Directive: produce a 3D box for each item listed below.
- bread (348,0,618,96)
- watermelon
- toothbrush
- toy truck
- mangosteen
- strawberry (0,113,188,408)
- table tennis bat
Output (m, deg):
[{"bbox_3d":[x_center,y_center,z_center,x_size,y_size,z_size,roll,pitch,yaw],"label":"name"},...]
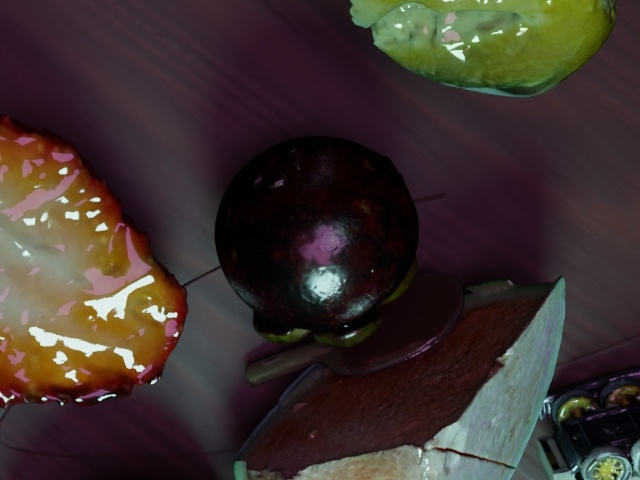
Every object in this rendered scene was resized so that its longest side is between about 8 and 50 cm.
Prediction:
[{"bbox_3d":[0.153,-0.302,1.469,0.239,0.395,0.264,3,122,11],"label":"bread"},{"bbox_3d":[0.064,0.183,1.574,0.222,0.292,0.319,25,135,20],"label":"watermelon"},{"bbox_3d":[0.376,0.132,1.680,0.321,0.023,0.031,-15,106,-4],"label":"toothbrush"},{"bbox_3d":[0.362,0.222,1.638,0.272,0.124,0.157,-13,121,-4],"label":"toy truck"},{"bbox_3d":[0.000,0.000,1.532,0.210,0.210,0.210,-1,98,-7],"label":"mangosteen"},{"bbox_3d":[-0.293,0.029,1.532,0.336,0.149,0.265,28,87,-20],"label":"strawberry"},{"bbox_3d":[0.033,0.095,1.589,0.234,0.131,0.022,-22,120,16],"label":"table tennis bat"}]
